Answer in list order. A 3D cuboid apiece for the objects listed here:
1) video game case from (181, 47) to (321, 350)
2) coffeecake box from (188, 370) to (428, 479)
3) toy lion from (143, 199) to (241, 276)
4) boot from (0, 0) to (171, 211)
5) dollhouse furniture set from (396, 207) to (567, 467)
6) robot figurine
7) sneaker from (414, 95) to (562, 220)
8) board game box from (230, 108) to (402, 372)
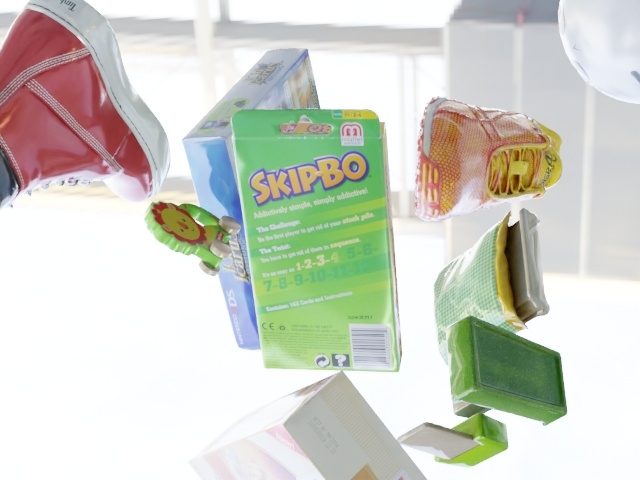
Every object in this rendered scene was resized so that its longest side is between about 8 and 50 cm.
[{"bbox_3d":[-0.056,-0.051,1.590,0.061,0.270,0.244,1,-150,24],"label":"video game case"},{"bbox_3d":[-0.002,0.189,1.043,0.068,0.142,0.185,-39,-177,-31],"label":"coffeecake box"},{"bbox_3d":[-0.134,-0.012,1.410,0.096,0.034,0.100,33,-157,-8],"label":"toy lion"},{"bbox_3d":[-0.206,-0.054,1.028,0.088,0.244,0.176,27,-108,21],"label":"boot"},{"bbox_3d":[0.174,0.103,1.722,0.151,0.197,0.302,20,-128,-29],"label":"dollhouse furniture set"},{"bbox_3d":[0.347,-0.234,1.352,0.209,0.174,0.278,32,-143,24],"label":"robot figurine"},{"bbox_3d":[0.092,-0.046,0.733,0.067,0.064,0.175,9,-165,21],"label":"sneaker"},{"bbox_3d":[0.000,0.000,1.166,0.124,0.259,0.039,1,-145,11],"label":"board game box"}]
